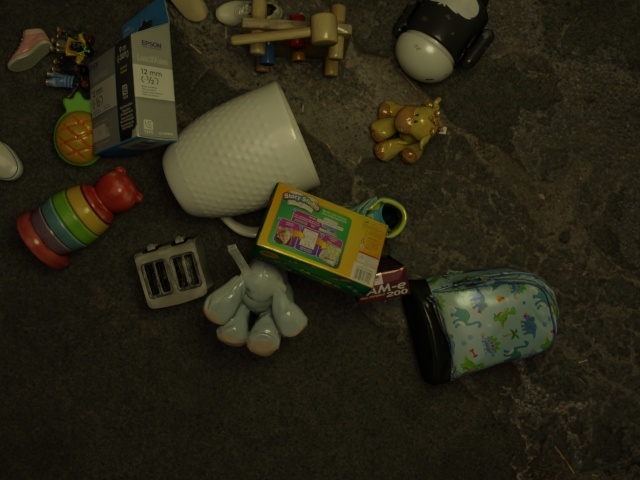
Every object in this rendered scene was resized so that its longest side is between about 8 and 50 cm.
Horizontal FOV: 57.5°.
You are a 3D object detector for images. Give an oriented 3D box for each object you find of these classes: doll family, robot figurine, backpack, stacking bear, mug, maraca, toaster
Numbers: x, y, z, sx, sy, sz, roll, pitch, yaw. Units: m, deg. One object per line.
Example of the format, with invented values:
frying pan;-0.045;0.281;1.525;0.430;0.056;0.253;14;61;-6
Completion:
doll family;-0.635;-0.462;1.504;0.111;0.076;0.193;9;98;-7
robot figurine;0.312;-0.535;1.485;0.173;0.209;0.278;34;91;-26
backpack;0.430;0.204;1.516;0.355;0.273;0.290;-10;87;-14
stacking bear;-0.600;-0.074;1.492;0.289;0.164;0.175;-33;94;-4
mug;-0.185;-0.163;1.462;0.328;0.276;0.374;-22;125;5
maraca;-0.613;-0.284;1.498;0.127;0.099;0.186;9;96;-19
toaster;-0.380;0.088;1.528;0.168;0.110;0.186;-14;94;0

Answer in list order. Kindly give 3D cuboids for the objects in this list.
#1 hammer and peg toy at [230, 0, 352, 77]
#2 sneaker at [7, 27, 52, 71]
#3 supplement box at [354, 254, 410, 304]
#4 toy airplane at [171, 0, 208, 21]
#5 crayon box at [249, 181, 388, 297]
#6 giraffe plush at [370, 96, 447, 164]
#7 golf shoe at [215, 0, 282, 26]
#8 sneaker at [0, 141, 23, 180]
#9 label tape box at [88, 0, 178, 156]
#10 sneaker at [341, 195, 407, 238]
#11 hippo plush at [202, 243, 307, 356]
hammer and peg toy;-0.061;-0.489;1.377;0.266;0.361;0.127;3;94;-1
sneaker;-0.758;-0.496;1.509;0.134;0.051;0.070;-31;76;11
supplement box;0.139;0.095;1.482;0.130;0.239;0.073;-12;95;-1
toy airplane;-0.418;-0.760;1.393;0.384;0.386;0.272;29;60;5
crayon box;0.000;0.000;1.314;0.278;0.081;0.165;21;63;-8
giraffe plush;0.241;-0.290;1.495;0.210;0.170;0.181;-10;94;-1
golf shoe;-0.187;-0.594;1.503;0.176;0.086;0.069;-3;96;0
sneaker;-0.889;-0.245;1.496;0.258;0.091;0.094;38;92;-4
label tape box;-0.463;-0.394;1.413;0.115;0.249;0.348;-6;91;-43
sneaker;0.070;-0.040;1.477;0.319;0.208;0.127;-17;92;-7
hippo plush;-0.171;0.127;1.478;0.234;0.236;0.294;-17;101;-1
